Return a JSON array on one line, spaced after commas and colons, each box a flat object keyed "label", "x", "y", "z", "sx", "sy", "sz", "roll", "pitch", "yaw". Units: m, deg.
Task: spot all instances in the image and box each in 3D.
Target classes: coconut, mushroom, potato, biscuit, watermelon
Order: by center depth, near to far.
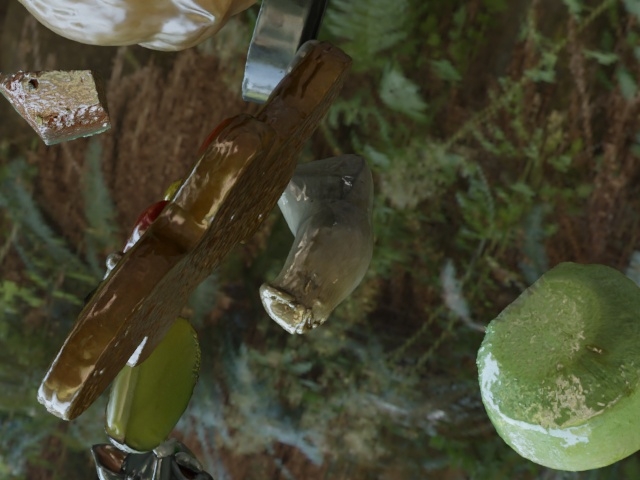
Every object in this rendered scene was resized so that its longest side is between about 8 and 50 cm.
[{"label": "biscuit", "x": -0.110, "y": -0.015, "z": 0.960, "sx": 0.064, "sy": 0.283, "sz": 0.432, "roll": 35, "pitch": -138, "yaw": 3}, {"label": "potato", "x": -0.207, "y": 0.173, "z": 1.381, "sx": 0.054, "sy": 0.119, "sz": 0.198, "roll": -6, "pitch": -134, "yaw": 26}, {"label": "coconut", "x": 0.392, "y": 0.196, "z": 1.757, "sx": 0.281, "sy": 0.328, "sz": 0.328, "roll": 15, "pitch": -168, "yaw": 36}, {"label": "mushroom", "x": 0.000, "y": 0.001, "z": 1.784, "sx": 0.177, "sy": 0.126, "sz": 0.397, "roll": -3, "pitch": -148, "yaw": 1}, {"label": "watermelon", "x": -0.450, "y": -0.248, "z": 2.003, "sx": 0.193, "sy": 0.140, "sz": 0.256, "roll": -12, "pitch": -177, "yaw": -19}]

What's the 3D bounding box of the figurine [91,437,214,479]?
[{"label": "figurine", "x": -0.179, "y": 0.352, "z": 1.507, "sx": 0.193, "sy": 0.140, "sz": 0.265, "roll": 27, "pitch": -158, "yaw": -32}]

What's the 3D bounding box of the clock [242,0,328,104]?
[{"label": "clock", "x": -0.033, "y": -0.398, "z": 1.883, "sx": 0.076, "sy": 0.386, "sz": 0.386, "roll": 18, "pitch": -164, "yaw": 0}]

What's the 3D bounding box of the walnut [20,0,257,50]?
[{"label": "walnut", "x": -0.156, "y": -0.316, "z": 0.955, "sx": 0.306, "sy": 0.306, "sz": 0.344, "roll": -6, "pitch": -118, "yaw": -55}]
